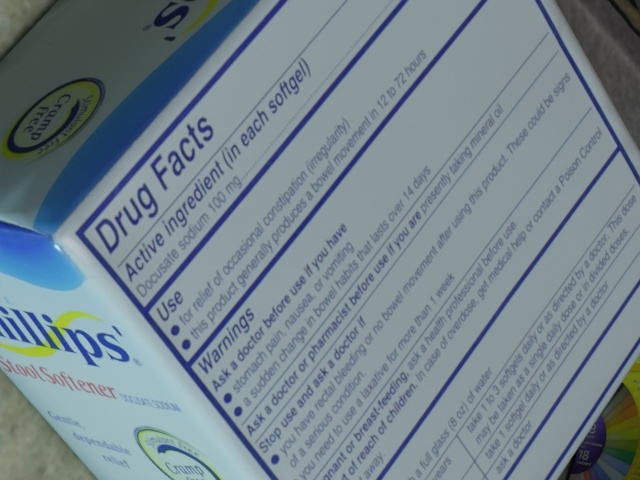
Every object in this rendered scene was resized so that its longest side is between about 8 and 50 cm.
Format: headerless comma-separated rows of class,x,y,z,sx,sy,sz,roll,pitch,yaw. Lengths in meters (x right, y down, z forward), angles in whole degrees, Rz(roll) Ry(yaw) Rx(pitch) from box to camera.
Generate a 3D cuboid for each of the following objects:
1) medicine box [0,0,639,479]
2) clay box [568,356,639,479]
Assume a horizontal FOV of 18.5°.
medicine box,0.000,0.000,0.883,0.263,0.149,0.289,-51,124,-25
clay box,0.197,0.153,1.086,0.053,0.127,0.222,27,77,-40
